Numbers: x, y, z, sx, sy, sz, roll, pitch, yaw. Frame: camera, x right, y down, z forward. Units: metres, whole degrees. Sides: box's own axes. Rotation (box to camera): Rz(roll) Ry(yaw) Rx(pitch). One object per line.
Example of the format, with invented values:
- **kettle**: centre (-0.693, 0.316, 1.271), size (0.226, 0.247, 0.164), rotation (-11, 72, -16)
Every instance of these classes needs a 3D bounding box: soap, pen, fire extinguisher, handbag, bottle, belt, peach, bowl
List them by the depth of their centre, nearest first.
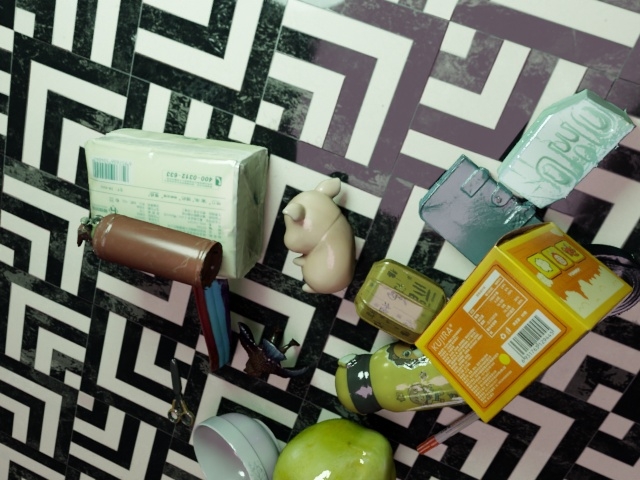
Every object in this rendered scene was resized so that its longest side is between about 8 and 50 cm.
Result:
- **soap**: centre (0.473, -0.180, 1.025), size (0.145, 0.091, 0.230), rotation (34, 115, 2)
- **belt**: centre (0.558, 0.088, 1.099), size (0.199, 0.078, 0.151), rotation (-8, 109, 18)
- **fire extinguisher**: centre (-0.378, 0.022, 1.119), size (0.338, 0.106, 0.147), rotation (15, 141, 11)
- **handbag**: centre (0.340, -0.056, 1.121), size (0.229, 0.062, 0.179), rotation (41, 114, -1)
- **bottle**: centre (0.201, 0.316, 1.232), size (0.352, 0.171, 0.171), rotation (-16, 103, 20)
- **peach**: centre (0.030, 0.593, 1.311), size (0.282, 0.316, 0.314), rotation (29, 121, 22)
- **pen**: centre (0.335, 0.471, 1.325), size (0.028, 0.028, 0.239), rotation (46, 114, -2)
- **bowl**: centre (-0.205, 0.589, 1.430), size (0.287, 0.144, 0.286), rotation (23, 124, 40)

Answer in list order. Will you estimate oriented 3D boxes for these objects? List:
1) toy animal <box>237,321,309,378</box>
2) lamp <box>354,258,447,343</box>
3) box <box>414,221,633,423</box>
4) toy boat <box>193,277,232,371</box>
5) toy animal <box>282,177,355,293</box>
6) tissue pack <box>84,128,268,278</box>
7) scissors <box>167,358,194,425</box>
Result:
- **toy animal**: centre (-0.147, 0.304, 1.359), size (0.219, 0.116, 0.179), rotation (35, 114, -5)
- **lamp**: centre (0.179, 0.135, 1.181), size (0.185, 0.161, 0.161), rotation (26, 114, 8)
- **box**: centre (0.376, 0.144, 1.006), size (0.214, 0.260, 0.283), rotation (48, 129, 24)
- **toy boat**: centre (-0.258, 0.198, 1.289), size (0.080, 0.136, 0.392), rotation (-3, 142, -10)
- **toy animal**: centre (0.001, 0.004, 1.187), size (0.154, 0.166, 0.250), rotation (-9, 116, 27)
- **tissue pack**: centre (-0.325, -0.087, 1.224), size (0.381, 0.207, 0.296), rotation (11, 111, 12)
- **scissors**: centre (-0.416, 0.441, 1.541), size (0.088, 0.017, 0.219), rotation (4, 110, 18)
